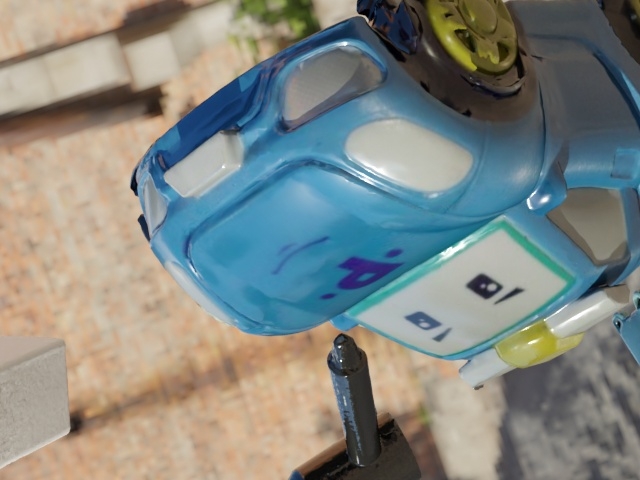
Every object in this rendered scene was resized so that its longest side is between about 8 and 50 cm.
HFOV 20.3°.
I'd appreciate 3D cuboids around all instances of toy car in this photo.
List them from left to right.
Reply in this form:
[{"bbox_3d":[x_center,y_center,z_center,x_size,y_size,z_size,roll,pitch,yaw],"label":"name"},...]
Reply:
[{"bbox_3d":[0.062,-0.019,0.812,0.314,0.198,0.166,-8,-110,-50],"label":"toy car"}]

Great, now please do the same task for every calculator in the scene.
[{"bbox_3d":[0.319,0.114,1.644,0.141,0.019,0.094,60,154,16],"label":"calculator"}]

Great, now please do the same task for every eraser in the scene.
[{"bbox_3d":[-0.283,0.137,1.283,0.298,0.076,0.078,-25,-66,-68],"label":"eraser"}]

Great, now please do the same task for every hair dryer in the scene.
[{"bbox_3d":[0.021,0.163,1.533,0.070,0.114,0.248,49,164,31],"label":"hair dryer"}]

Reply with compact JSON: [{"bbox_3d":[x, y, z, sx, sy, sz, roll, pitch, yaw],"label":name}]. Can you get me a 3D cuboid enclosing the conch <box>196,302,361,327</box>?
[{"bbox_3d":[-0.002,-0.010,1.176,0.200,0.172,0.131,-15,-78,-58],"label":"conch"}]
